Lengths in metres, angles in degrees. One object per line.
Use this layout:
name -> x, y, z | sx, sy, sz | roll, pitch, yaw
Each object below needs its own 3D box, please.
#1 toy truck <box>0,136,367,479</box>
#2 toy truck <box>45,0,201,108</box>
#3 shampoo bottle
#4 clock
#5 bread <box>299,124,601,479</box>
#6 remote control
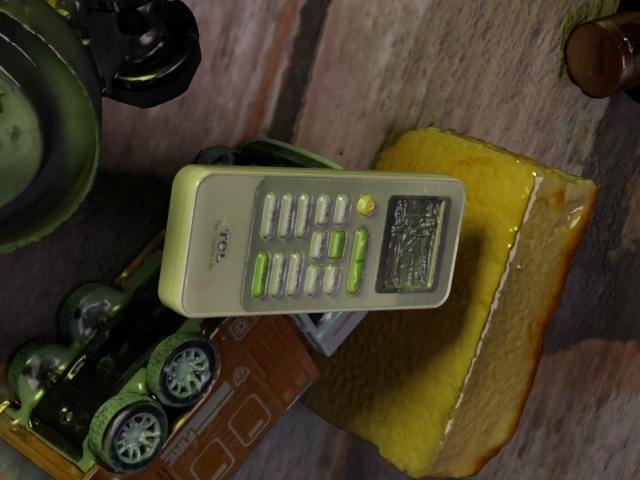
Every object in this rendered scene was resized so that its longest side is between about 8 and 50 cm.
toy truck -> -0.083, 0.078, 1.165 | 0.305, 0.136, 0.162 | -49, 134, -17
toy truck -> -0.135, -0.205, 0.977 | 0.224, 0.165, 0.147 | -62, 163, -22
shampoo bottle -> 0.368, -0.208, 1.516 | 0.323, 0.084, 0.129 | -21, 122, -35
clock -> -0.233, -0.076, 0.912 | 0.042, 0.215, 0.215 | -88, 160, -45
bread -> 0.104, 0.050, 1.307 | 0.114, 0.185, 0.274 | 15, 98, -44
remote control -> 0.000, 0.000, 1.092 | 0.250, 0.034, 0.103 | 1, 103, -41
